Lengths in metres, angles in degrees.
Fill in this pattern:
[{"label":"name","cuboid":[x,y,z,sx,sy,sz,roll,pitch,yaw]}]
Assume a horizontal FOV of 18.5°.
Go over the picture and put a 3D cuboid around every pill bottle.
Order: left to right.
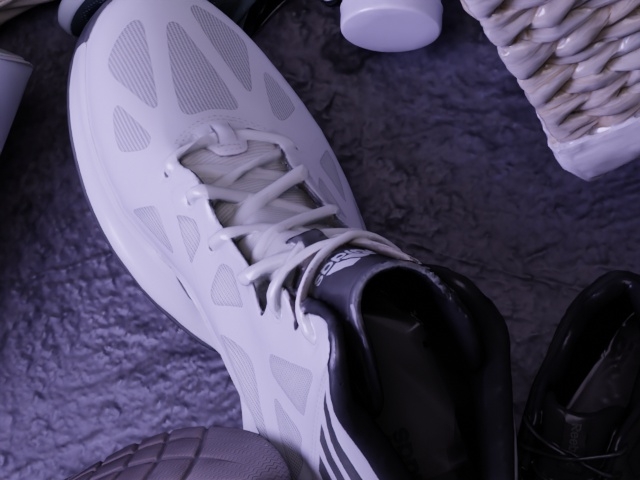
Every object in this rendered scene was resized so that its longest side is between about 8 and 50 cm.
[{"label":"pill bottle","cuboid":[0.048,-0.211,1.305,0.087,0.087,0.160,-2,69,12]}]

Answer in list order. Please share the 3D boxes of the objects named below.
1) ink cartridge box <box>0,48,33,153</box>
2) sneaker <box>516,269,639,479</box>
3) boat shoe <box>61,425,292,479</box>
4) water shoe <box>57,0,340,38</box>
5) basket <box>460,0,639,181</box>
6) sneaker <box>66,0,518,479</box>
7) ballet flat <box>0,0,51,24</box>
[{"label":"ink cartridge box","cuboid":[-0.383,-0.028,1.315,0.271,0.130,0.309,22,94,17]},{"label":"sneaker","cuboid":[0.148,0.148,1.185,0.109,0.130,0.286,10,81,14]},{"label":"boat shoe","cuboid":[-0.133,0.208,1.194,0.355,0.132,0.130,-21,99,43]},{"label":"water shoe","cuboid":[-0.081,-0.167,1.340,0.203,0.073,0.080,-20,78,7]},{"label":"basket","cuboid":[0.198,-0.279,1.095,0.328,0.266,0.331,-27,45,17]},{"label":"sneaker","cuboid":[0.001,0.000,1.166,0.169,0.257,0.447,-21,76,-24]},{"label":"ballet flat","cuboid":[-0.238,-0.191,1.376,0.248,0.086,0.086,-25,73,6]}]
